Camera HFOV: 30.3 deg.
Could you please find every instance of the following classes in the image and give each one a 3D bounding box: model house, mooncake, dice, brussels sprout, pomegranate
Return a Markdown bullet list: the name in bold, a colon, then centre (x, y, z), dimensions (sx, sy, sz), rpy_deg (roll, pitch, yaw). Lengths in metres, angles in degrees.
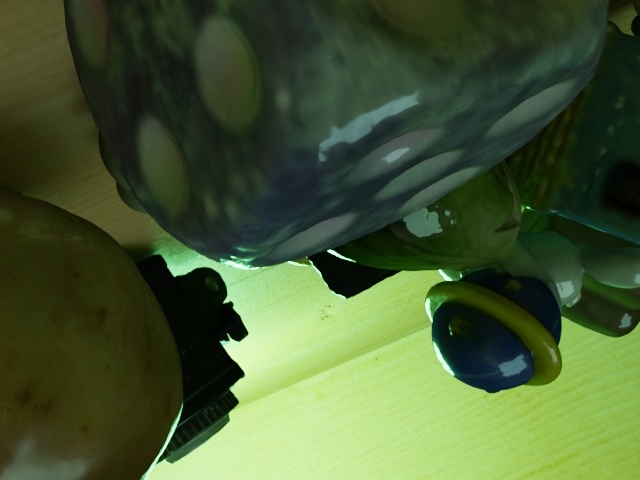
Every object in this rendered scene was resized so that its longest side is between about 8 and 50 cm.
- **model house**: centre (0.356, -0.121, 1.361), dimensions (0.215, 0.303, 0.237), rpy_deg (11, 100, -46)
- **mooncake**: centre (0.423, -0.054, 1.652), dimensions (0.378, 0.200, 0.378), rpy_deg (-57, 179, -1)
- **dice**: centre (0.003, -0.157, 0.790), dimensions (0.270, 0.270, 0.271), rpy_deg (-20, 167, -33)
- **brussels sprout**: centre (0.095, -0.068, 1.309), dimensions (0.271, 0.210, 0.219), rpy_deg (22, 134, -20)
- **pomegranate**: centre (-0.333, 0.121, 1.139), dimensions (0.411, 0.412, 0.411), rpy_deg (-21, 165, -6)

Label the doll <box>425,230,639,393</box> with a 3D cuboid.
- **doll**: centre (0.204, 0.059, 1.432), dimensions (0.311, 0.159, 0.243), rpy_deg (14, -115, 55)

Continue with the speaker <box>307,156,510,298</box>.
- **speaker**: centre (0.119, -0.071, 1.591), dimensions (0.388, 0.184, 0.180), rpy_deg (-24, 171, -43)

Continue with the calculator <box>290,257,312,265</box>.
- **calculator**: centre (0.000, 0.000, 1.671), dimensions (0.234, 0.032, 0.146), rpy_deg (-11, -161, -31)

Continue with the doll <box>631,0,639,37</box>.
- **doll**: centre (0.479, -0.283, 1.369), dimensions (0.256, 0.161, 0.215), rpy_deg (12, 159, -38)

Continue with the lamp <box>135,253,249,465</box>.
- **lamp**: centre (-0.241, 0.166, 1.573), dimensions (0.374, 0.272, 0.205), rpy_deg (-5, 155, -48)

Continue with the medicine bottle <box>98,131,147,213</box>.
- **medicine bottle**: centre (-0.148, -0.100, 1.096), dimensions (0.114, 0.114, 0.252), rpy_deg (-17, 164, -20)
